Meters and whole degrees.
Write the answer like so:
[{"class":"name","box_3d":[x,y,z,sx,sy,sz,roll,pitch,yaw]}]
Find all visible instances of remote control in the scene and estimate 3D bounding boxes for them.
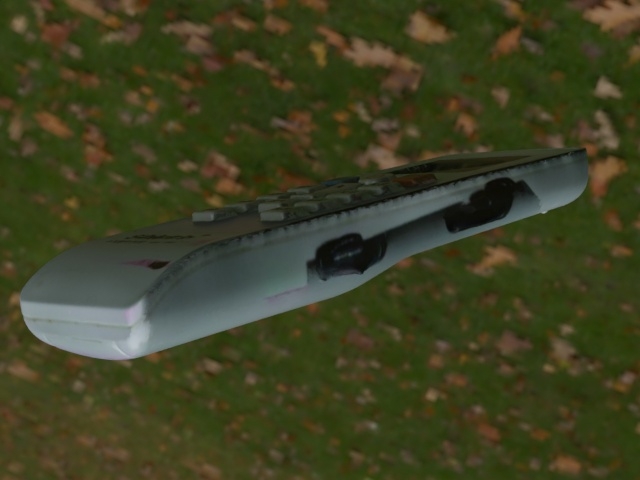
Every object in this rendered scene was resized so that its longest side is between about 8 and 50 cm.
[{"class":"remote control","box_3d":[0.000,0.000,0.437,0.166,0.029,0.065,-16,-171,-38]}]
